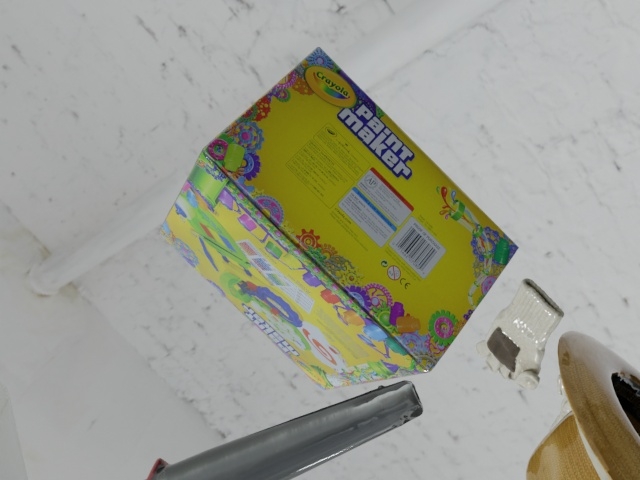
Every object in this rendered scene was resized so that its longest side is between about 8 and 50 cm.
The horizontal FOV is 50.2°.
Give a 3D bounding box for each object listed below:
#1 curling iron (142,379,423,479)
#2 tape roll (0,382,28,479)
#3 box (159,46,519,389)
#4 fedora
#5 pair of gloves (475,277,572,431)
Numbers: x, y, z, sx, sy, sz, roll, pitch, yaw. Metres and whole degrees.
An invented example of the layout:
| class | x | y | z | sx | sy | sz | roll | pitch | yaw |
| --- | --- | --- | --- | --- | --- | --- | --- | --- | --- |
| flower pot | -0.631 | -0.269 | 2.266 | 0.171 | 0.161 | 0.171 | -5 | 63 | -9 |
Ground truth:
| class | x | y | z | sx | sy | sz | roll | pitch | yaw |
| --- | --- | --- | --- | --- | --- | --- | --- | --- | --- |
| curling iron | -0.078 | 0.126 | 0.334 | 0.035 | 0.274 | 0.068 | 64 | -167 | 11 |
| tape roll | -0.449 | 0.273 | 0.735 | 0.246 | 0.246 | 0.169 | -31 | -60 | -58 |
| box | 0.000 | 0.000 | 0.765 | 0.290 | 0.279 | 0.177 | 45 | -116 | -5 |
| fedora | 0.170 | 0.141 | 0.373 | 0.194 | 0.079 | 0.194 | 39 | -157 | -20 |
| pair of gloves | 0.318 | 0.192 | 0.939 | 0.042 | 0.204 | 0.240 | -25 | -116 | -22 |
